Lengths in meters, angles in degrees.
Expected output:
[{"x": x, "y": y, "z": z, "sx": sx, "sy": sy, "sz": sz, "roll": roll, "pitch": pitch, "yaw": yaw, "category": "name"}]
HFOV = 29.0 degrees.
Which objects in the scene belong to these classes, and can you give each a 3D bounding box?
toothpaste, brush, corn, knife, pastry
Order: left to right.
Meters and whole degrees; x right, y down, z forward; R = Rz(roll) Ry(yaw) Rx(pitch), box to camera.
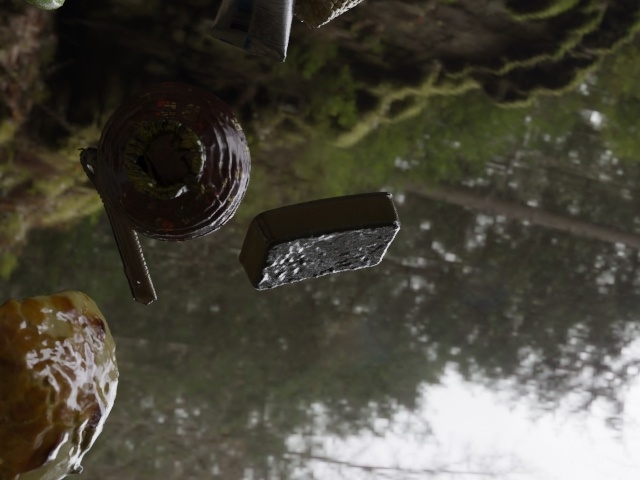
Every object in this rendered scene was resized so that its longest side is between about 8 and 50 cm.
[{"x": -0.309, "y": 0.177, "z": 1.267, "sx": 0.170, "sy": 0.256, "sz": 0.237, "roll": 54, "pitch": -12, "yaw": 8, "category": "pastry"}, {"x": -0.409, "y": -0.030, "z": 2.551, "sx": 0.089, "sy": 0.043, "sz": 0.365, "roll": 5, "pitch": -60, "yaw": 43, "category": "knife"}, {"x": -0.071, "y": -0.350, "z": 1.641, "sx": 0.299, "sy": 0.114, "sz": 0.073, "roll": 114, "pitch": -6, "yaw": -56, "category": "toothpaste"}, {"x": 0.000, "y": 0.000, "z": 1.604, "sx": 0.123, "sy": 0.197, "sz": 0.059, "roll": 112, "pitch": -38, "yaw": -55, "category": "brush"}, {"x": 0.052, "y": -0.372, "z": 1.685, "sx": 0.211, "sy": 0.087, "sz": 0.087, "roll": -39, "pitch": -143, "yaw": -6, "category": "corn"}]

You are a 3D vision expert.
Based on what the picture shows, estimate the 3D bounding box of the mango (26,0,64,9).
[{"x": -0.479, "y": -0.433, "z": 2.103, "sx": 0.074, "sy": 0.091, "sz": 0.165, "roll": -58, "pitch": 178, "yaw": 8, "category": "mango"}]

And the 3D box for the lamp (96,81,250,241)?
[{"x": -0.221, "y": -0.118, "z": 1.871, "sx": 0.247, "sy": 0.247, "sz": 0.247, "roll": -21, "pitch": -115, "yaw": 53, "category": "lamp"}]
